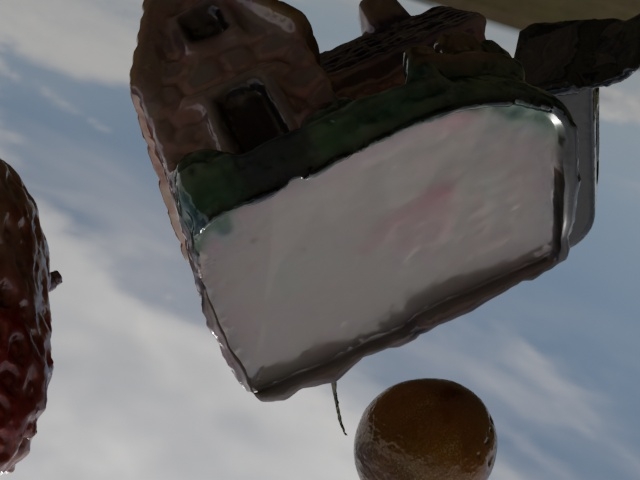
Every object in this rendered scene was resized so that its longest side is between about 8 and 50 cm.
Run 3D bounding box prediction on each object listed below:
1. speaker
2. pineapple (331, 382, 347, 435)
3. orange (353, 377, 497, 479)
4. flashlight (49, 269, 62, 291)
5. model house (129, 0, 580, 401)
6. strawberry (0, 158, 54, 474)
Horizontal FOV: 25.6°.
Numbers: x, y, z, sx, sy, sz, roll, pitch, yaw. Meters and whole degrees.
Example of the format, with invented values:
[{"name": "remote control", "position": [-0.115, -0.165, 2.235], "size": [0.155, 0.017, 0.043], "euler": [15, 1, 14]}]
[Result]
[{"name": "speaker", "position": [0.375, -0.151, 2.071], "size": [0.184, 0.388, 0.180], "euler": [5, -134, 14]}, {"name": "pineapple", "position": [0.003, 0.002, 1.377], "size": [0.161, 0.334, 0.158], "euler": [12, -160, -35]}, {"name": "orange", "position": [0.146, 0.283, 1.930], "size": [0.206, 0.206, 0.206], "euler": [17, -168, -4]}, {"name": "flashlight", "position": [-0.378, 0.068, 1.784], "size": [0.110, 0.031, 0.052], "euler": [-31, -156, -27]}, {"name": "model house", "position": [0.003, -0.075, 0.870], "size": [0.237, 0.237, 0.202], "euler": [62, 176, 38]}, {"name": "strawberry", "position": [-0.323, 0.059, 1.331], "size": [0.149, 0.336, 0.265], "euler": [-18, 161, -6]}]
